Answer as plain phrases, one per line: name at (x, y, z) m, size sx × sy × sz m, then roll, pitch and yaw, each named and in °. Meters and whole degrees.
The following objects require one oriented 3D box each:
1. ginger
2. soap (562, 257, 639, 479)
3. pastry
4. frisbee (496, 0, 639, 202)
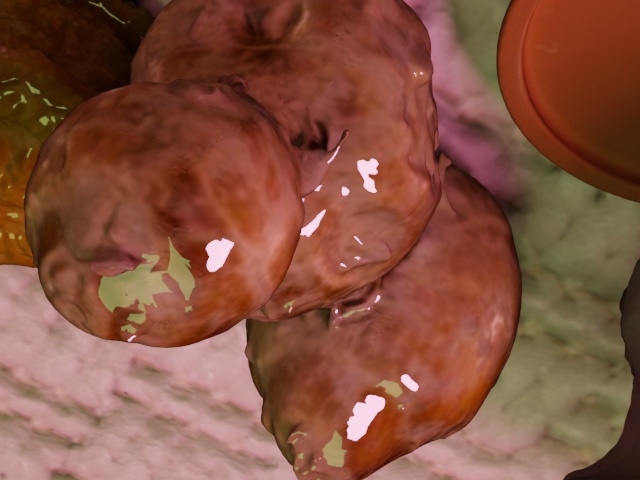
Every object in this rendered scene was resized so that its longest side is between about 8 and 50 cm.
ginger at (0.000, 0.000, 0.967) m, size 0.176 × 0.256 × 0.375 m, roll -4°, pitch 148°, yaw 30°
soap at (0.355, 0.129, 0.871) m, size 0.350 × 0.213 × 0.435 m, roll 26°, pitch 164°, yaw -16°
pastry at (-0.173, -0.068, 1.032) m, size 0.188 × 0.103 × 0.189 m, roll 10°, pitch 139°, yaw 9°
frisbee at (0.212, -0.092, 0.895) m, size 0.250 × 0.021 × 0.251 m, roll 3°, pitch 146°, yaw 2°
